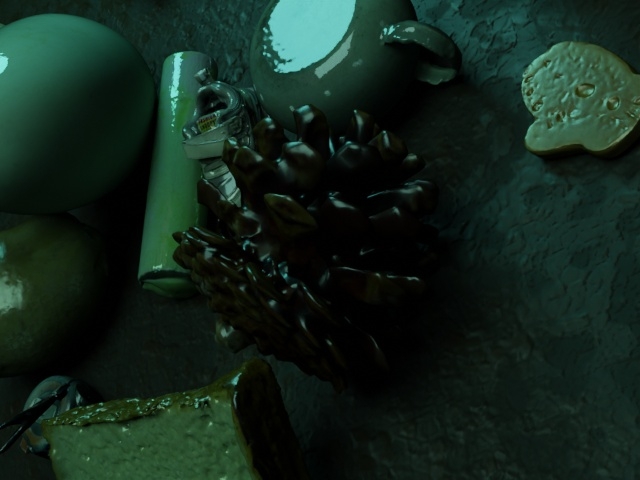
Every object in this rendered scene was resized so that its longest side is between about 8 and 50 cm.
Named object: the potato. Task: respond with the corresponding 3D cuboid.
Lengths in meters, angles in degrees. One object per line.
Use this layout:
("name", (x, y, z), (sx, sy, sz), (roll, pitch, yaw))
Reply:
("potato", (-0.358, 0.065, 1.300), (0.235, 0.160, 0.178), (-42, 84, -4))

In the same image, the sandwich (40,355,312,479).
("sandwich", (-0.120, 0.237, 0.999), (0.251, 0.087, 0.226), (-17, 94, 33))

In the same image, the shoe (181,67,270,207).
("shoe", (-0.105, -0.112, 1.218), (0.089, 0.092, 0.180), (-19, 57, 31))

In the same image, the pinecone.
("pinecone", (-0.007, -0.007, 0.983), (0.264, 0.264, 0.264), (-19, 57, 32))

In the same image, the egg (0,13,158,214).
("egg", (-0.321, -0.146, 1.263), (0.230, 0.230, 0.371), (-36, 8, 21))

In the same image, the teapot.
("teapot", (0.020, -0.196, 1.137), (0.294, 0.129, 0.193), (7, 73, 40))

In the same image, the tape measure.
("tape measure", (-0.335, 0.199, 1.204), (0.107, 0.179, 0.104), (8, 90, 41))

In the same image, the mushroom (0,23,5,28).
("mushroom", (-0.520, -0.230, 1.552), (0.204, 0.204, 0.204), (-19, 57, 32))

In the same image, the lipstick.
("lipstick", (-0.165, -0.079, 1.265), (0.076, 0.076, 0.304), (-18, 58, 33))

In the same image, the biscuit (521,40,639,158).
("biscuit", (0.236, -0.122, 0.987), (0.118, 0.023, 0.140), (-46, 47, 12))
